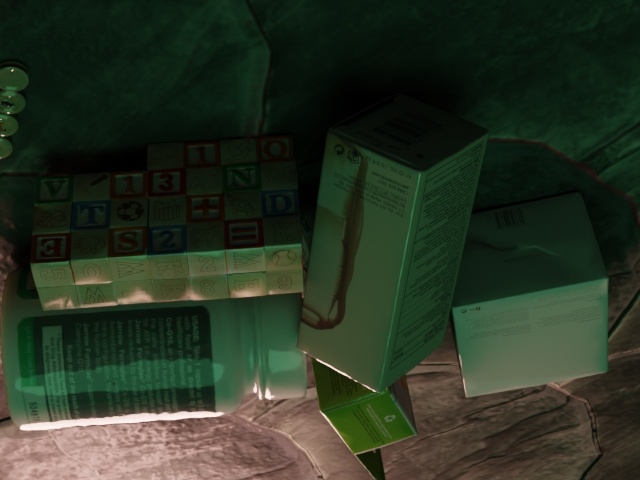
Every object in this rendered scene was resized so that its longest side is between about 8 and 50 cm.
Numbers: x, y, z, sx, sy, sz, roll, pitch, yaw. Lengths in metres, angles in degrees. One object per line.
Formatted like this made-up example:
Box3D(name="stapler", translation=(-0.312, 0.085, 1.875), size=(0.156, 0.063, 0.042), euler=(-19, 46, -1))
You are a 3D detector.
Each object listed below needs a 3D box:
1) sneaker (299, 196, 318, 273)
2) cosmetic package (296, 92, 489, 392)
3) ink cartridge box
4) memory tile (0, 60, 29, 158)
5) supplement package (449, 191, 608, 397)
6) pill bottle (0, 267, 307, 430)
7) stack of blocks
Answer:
Box3D(name="sneaker", translation=(0.000, 0.000, 1.659), size=(0.075, 0.063, 0.170), euler=(-34, 149, -2))
Box3D(name="cosmetic package", translation=(0.078, 0.002, 1.527), size=(0.129, 0.153, 0.296), euler=(26, 124, 26))
Box3D(name="ink cartridge box", translation=(0.074, 0.199, 1.811), size=(0.097, 0.189, 0.255), euler=(-20, 140, 12))
Box3D(name="memory tile", translation=(-0.384, -0.146, 1.468), size=(0.113, 0.012, 0.148), euler=(8, 137, -18))
Box3D(name="supplement package", translation=(0.259, 0.072, 1.719), size=(0.194, 0.149, 0.203), euler=(-11, 140, 3))
Box3D(name="pill bottle", translation=(-0.203, 0.124, 1.666), size=(0.361, 0.204, 0.204), euler=(-3, 140, -4))
Box3D(name="stack of blocks", translation=(-0.172, -0.022, 1.525), size=(0.297, 0.171, 0.087), euler=(-4, 140, -3))
